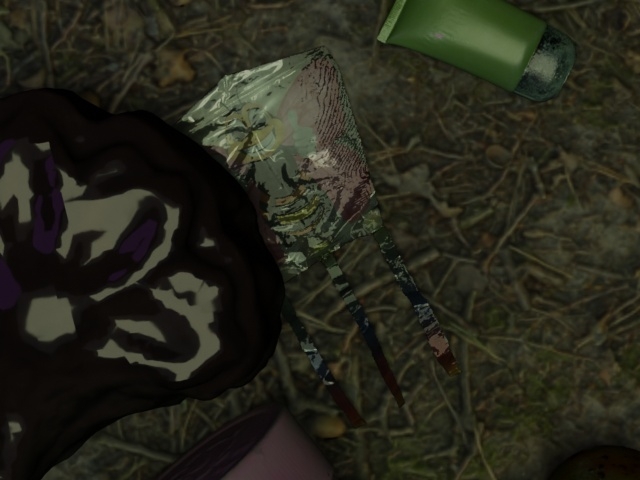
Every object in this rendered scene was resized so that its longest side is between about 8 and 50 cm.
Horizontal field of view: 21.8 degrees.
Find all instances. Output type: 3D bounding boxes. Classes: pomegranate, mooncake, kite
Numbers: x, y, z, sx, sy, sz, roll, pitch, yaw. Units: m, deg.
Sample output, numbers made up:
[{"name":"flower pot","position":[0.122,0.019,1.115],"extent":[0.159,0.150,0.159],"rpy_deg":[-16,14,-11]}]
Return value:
[{"name":"pomegranate","position":[0.255,0.274,1.568],"extent":[0.205,0.159,0.159],"rpy_deg":[-11,100,26]},{"name":"mooncake","position":[-0.242,0.046,1.489],"extent":[0.381,0.212,0.351],"rpy_deg":[-37,90,4]},{"name":"kite","position":[0.000,0.001,1.578],"extent":[0.204,0.022,0.360],"rpy_deg":[-32,97,5]}]

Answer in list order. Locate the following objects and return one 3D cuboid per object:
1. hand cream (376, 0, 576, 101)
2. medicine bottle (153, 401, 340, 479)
[{"name":"hand cream","position":[0.151,-0.191,1.541],"extent":[0.175,0.046,0.095],"rpy_deg":[26,98,1]},{"name":"medicine bottle","position":[-0.020,0.337,1.532],"extent":[0.212,0.212,0.325],"rpy_deg":[-37,99,4]}]
